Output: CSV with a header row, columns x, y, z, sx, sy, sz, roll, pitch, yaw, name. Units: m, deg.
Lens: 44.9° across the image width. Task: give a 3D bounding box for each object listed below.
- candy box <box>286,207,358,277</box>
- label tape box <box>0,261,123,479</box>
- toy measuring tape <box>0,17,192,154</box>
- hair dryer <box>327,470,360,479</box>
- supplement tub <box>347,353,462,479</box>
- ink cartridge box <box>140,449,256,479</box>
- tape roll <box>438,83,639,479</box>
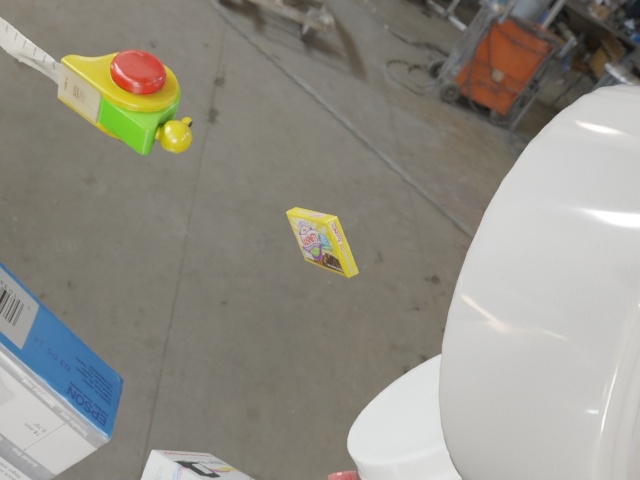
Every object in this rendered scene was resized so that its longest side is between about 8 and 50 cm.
x,y,z,sx,sy,sz,roll,pitch,yaw,name
0.000,0.000,1.359,0.027,0.105,0.206,-24,14,-17,candy box
-0.395,0.168,0.725,0.240,0.334,0.106,52,11,-25,label tape box
-0.289,-0.221,1.008,0.330,0.121,0.121,36,30,11,toy measuring tape
-0.024,0.375,0.823,0.223,0.080,0.293,37,59,1,hair dryer
0.184,0.269,0.703,0.316,0.228,0.228,60,30,-8,supplement tub
-0.164,0.375,1.144,0.175,0.072,0.127,15,-5,41,ink cartridge box
0.200,0.053,0.473,0.286,0.286,0.100,-1,16,-44,tape roll
